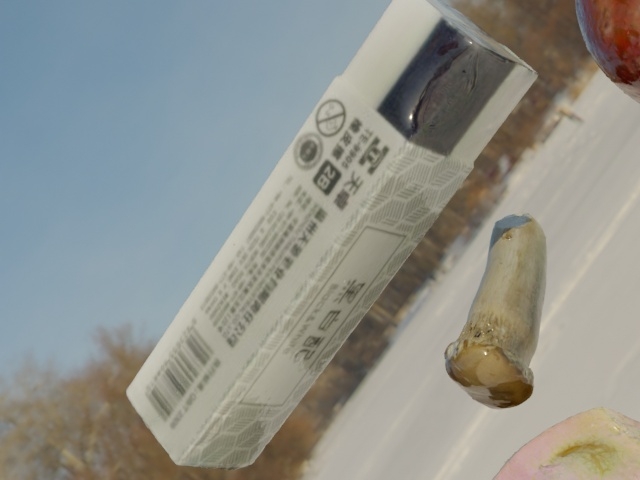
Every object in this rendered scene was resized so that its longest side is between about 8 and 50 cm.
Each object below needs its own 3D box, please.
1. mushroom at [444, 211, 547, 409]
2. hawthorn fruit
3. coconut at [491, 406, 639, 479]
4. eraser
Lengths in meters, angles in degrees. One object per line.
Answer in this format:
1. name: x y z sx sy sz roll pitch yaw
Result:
1. mushroom: 0.162 0.051 1.050 0.071 0.084 0.209 -22 32 38
2. hawthorn fruit: 0.299 -0.197 1.014 0.179 0.179 0.200 -55 -1 11
3. coconut: 0.253 0.268 1.072 0.233 0.245 0.233 -17 -48 -20
4. eraser: 0.000 0.000 0.957 0.096 0.098 0.404 14 -63 -50
